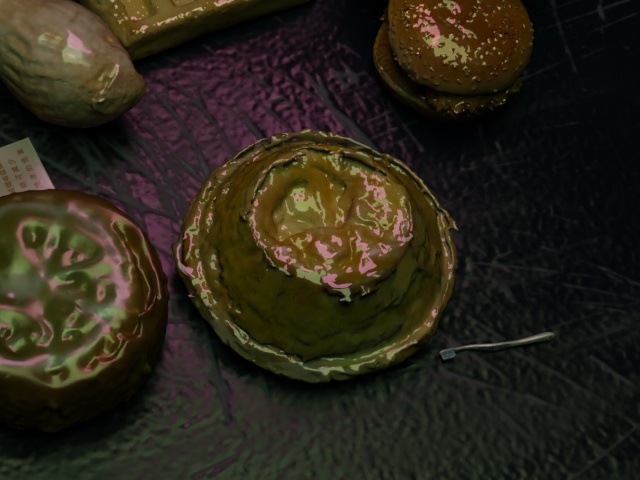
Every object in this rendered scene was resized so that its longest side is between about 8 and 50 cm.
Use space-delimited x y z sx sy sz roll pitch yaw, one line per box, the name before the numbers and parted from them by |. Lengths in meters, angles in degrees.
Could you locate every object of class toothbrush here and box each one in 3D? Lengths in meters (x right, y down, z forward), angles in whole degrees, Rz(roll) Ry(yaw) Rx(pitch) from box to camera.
toothbrush | 0.192 0.113 1.672 0.131 0.011 0.013 -10 52 -12

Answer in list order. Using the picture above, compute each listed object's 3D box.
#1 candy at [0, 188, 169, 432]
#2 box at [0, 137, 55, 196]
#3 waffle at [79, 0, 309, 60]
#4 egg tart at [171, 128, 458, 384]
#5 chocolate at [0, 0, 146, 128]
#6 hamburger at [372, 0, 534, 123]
candy | -0.281 0.066 1.576 0.260 0.118 0.260 3 60 -5
box | -0.374 -0.044 1.670 0.167 0.024 0.090 -23 68 -18
waffle | -0.151 -0.320 1.822 0.274 0.057 0.168 -22 69 -18
egg tart | 0.000 0.000 1.645 0.315 0.120 0.315 3 62 -6
chocolate | -0.330 -0.229 1.716 0.309 0.134 0.134 35 64 13
hamburger | 0.153 -0.225 1.784 0.182 0.118 0.191 6 67 -1
